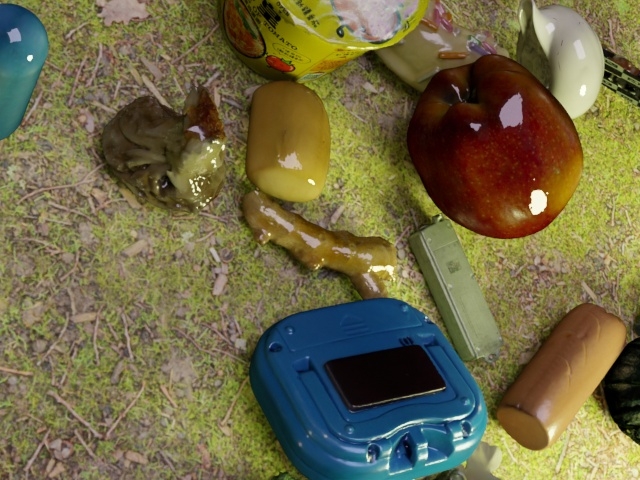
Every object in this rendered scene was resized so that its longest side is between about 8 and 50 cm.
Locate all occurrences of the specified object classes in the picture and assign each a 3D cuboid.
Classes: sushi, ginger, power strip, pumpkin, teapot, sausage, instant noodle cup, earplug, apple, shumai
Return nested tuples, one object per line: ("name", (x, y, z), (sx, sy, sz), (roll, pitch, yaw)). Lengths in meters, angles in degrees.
("sushi", (0.618, -0.301, 2.176), (0.290, 0.264, 0.050), (29, 94, -15))
("ginger", (-0.002, 0.001, 1.879), (0.299, 0.065, 0.118), (27, 59, -15))
("power strip", (0.236, 0.088, 1.982), (0.078, 0.052, 0.272), (-22, 87, -30))
("pumpkin", (0.620, 0.275, 2.060), (0.220, 0.162, 0.220), (3, 81, -18))
("teapot", (0.422, -0.304, 2.080), (0.166, 0.208, 0.300), (-13, 125, -28))
("sausage", (0.429, 0.229, 1.999), (0.121, 0.121, 0.304), (49, 59, -7))
("instant noodle cup", (-0.015, -0.418, 1.879), (0.325, 0.254, 0.325), (8, 73, -25))
("earplug", (-0.454, -0.242, 1.595), (0.132, 0.273, 0.132), (8, 72, -24))
("apple", (0.298, -0.153, 1.938), (0.317, 0.288, 0.288), (50, 57, -35))
("shumai", (-0.222, -0.149, 1.744), (0.206, 0.175, 0.166), (33, 63, -12))

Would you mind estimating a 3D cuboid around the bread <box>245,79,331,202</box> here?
("bread", (-0.047, -0.169, 1.860), (0.147, 0.098, 0.217), (15, 51, -23))

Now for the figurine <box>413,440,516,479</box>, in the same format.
("figurine", (0.196, 0.407, 1.817), (0.394, 0.226, 0.274), (27, 44, -4))

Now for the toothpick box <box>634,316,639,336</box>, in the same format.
("toothpick box", (0.637, 0.145, 2.168), (0.052, 0.052, 0.083), (42, 60, -11))

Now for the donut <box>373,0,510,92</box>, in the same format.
("donut", (0.214, -0.441, 2.064), (0.307, 0.150, 0.371), (9, 73, -24))

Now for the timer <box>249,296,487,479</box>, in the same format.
("timer", (0.078, 0.227, 1.757), (0.340, 0.115, 0.309), (-8, 48, -29))

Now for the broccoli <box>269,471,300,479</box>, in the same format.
("broccoli", (-0.021, 0.457, 1.640), (0.270, 0.270, 0.270), (-11, 78, 11))
